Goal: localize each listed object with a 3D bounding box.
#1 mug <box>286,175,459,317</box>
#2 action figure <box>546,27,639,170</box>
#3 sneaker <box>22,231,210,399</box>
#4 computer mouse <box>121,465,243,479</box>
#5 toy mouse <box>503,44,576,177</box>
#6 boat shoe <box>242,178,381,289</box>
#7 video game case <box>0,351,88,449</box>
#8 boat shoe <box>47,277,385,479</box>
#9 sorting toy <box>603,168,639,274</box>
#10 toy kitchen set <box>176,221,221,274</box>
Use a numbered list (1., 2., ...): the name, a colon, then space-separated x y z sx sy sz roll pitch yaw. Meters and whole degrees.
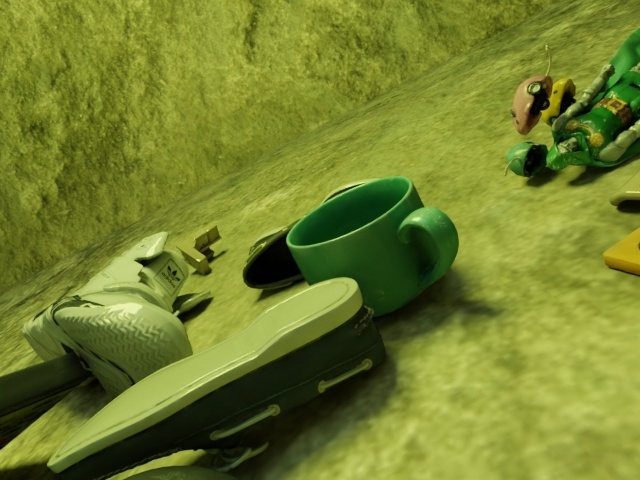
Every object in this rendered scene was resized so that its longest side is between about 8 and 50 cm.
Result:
1. mug: 0.048 0.016 0.441 0.129 0.098 0.158 -27 19 2
2. action figure: 0.325 -0.145 0.505 0.232 0.064 0.137 -39 54 -9
3. sneaker: -0.222 0.077 0.600 0.365 0.137 0.210 -13 26 47
4. computer mouse: -0.097 0.179 0.181 0.184 0.060 0.262 9 21 41
5. toy mouse: 0.228 -0.123 0.525 0.031 0.161 0.143 30 73 41
6. boat shoe: 0.000 0.000 0.595 0.227 0.081 0.069 -27 19 26
7. video game case: -0.378 0.203 0.395 0.248 0.035 0.274 -37 -10 20
8. boat shoe: -0.070 0.118 0.363 0.254 0.079 0.095 -29 13 -12
9. sorting toy: 0.349 -0.083 0.354 0.347 0.047 0.196 -36 19 -21
10. toy kitchen set: -0.204 0.026 0.888 0.075 0.068 0.083 28 53 35
